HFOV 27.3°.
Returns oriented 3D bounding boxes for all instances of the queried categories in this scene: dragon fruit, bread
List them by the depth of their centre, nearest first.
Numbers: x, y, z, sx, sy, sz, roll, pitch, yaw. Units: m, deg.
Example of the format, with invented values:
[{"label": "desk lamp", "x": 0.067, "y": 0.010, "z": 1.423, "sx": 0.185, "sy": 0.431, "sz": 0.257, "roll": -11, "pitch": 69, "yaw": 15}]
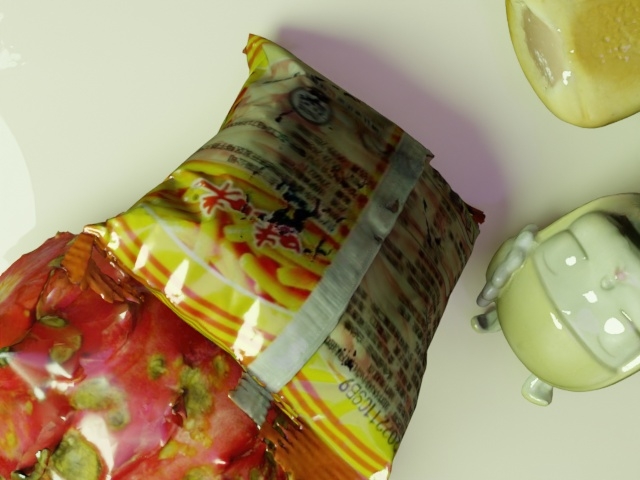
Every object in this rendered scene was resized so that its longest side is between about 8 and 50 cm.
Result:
[{"label": "dragon fruit", "x": -0.104, "y": 0.111, "z": 0.824, "sx": 0.268, "sy": 0.210, "sz": 0.205, "roll": 38, "pitch": 50, "yaw": 0}, {"label": "bread", "x": 0.269, "y": -0.184, "z": 0.860, "sx": 0.305, "sy": 0.091, "sz": 0.142, "roll": -22, "pitch": 118, "yaw": -2}]

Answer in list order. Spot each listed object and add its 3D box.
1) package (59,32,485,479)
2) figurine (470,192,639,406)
[{"label": "package", "x": -0.005, "y": -0.004, "z": 0.786, "sx": 0.223, "sy": 0.288, "sz": 0.108, "roll": 40, "pitch": 128, "yaw": -12}, {"label": "figurine", "x": 0.266, "y": -0.023, "z": 0.836, "sx": 0.394, "sy": 0.274, "sz": 0.227, "roll": -41, "pitch": 78, "yaw": 30}]
